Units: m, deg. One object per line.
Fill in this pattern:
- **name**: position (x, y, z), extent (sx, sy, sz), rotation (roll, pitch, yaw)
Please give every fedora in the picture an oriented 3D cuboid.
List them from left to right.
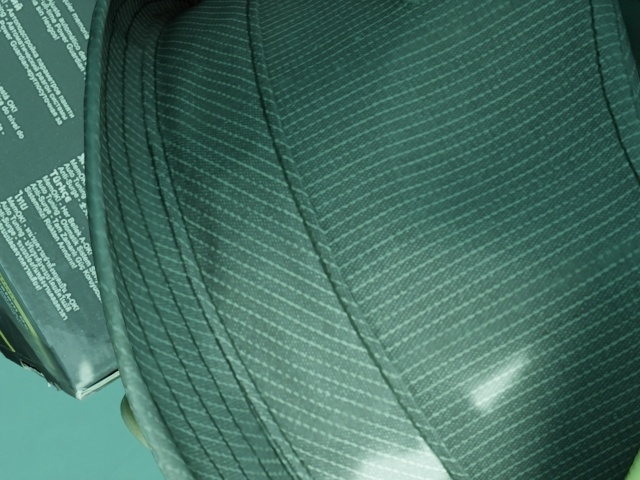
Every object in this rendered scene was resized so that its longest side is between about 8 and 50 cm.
- **fedora**: position (0.050, -0.001, 0.510), extent (0.243, 0.124, 0.275), rotation (54, -162, -19)

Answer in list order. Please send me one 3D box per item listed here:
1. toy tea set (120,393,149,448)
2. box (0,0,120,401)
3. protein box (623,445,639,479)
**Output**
- **toy tea set**: position (0.065, 0.108, 1.028), extent (0.336, 0.124, 0.200), rotation (31, -161, 14)
- **box**: position (-0.197, -0.131, 0.794), extent (0.395, 0.097, 0.318), rotation (60, 167, -9)
- **protein box**: position (0.157, 0.117, 0.364), extent (0.201, 0.136, 0.199), rotation (47, 146, 26)
